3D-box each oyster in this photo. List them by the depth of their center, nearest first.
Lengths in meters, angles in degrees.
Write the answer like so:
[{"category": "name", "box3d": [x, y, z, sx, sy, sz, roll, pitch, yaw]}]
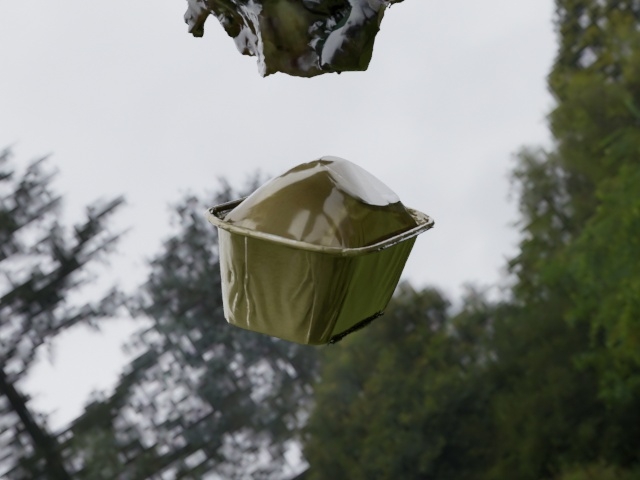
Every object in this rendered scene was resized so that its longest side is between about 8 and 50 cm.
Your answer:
[{"category": "oyster", "box3d": [-0.020, -0.314, 1.210, 0.096, 0.221, 0.360, -1, -80, -66]}]

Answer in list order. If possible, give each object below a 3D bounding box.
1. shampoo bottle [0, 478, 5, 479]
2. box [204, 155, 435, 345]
[{"category": "shampoo bottle", "box3d": [-0.262, 0.231, 1.156, 0.079, 0.080, 0.246, -65, 17, -16]}, {"category": "box", "box3d": [0.000, 0.000, 0.906, 0.111, 0.111, 0.177, -40, -8, 21]}]
